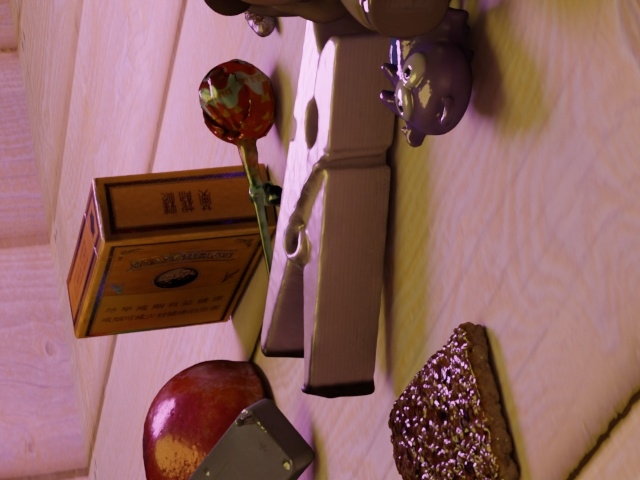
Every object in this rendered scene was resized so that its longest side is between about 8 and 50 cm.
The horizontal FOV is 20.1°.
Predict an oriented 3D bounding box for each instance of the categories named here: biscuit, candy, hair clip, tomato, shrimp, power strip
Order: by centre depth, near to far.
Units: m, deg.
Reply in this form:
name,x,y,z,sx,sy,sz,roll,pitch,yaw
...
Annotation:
name,x,y,z,sx,sy,sz,roll,pitch,yaw
biscuit,0.098,0.163,1.443,0.237,0.026,0.131,120,143,-63
hair clip,0.014,-0.031,1.574,0.101,0.085,0.331,-132,45,-61
candy,-0.067,-0.049,1.883,0.084,0.078,0.288,16,-118,-75
shrimp,-0.072,-0.241,1.891,0.029,0.038,0.092,-48,28,7
power strip,-0.075,0.285,1.923,0.145,0.061,0.216,47,129,14
tomato,-0.137,0.239,2.092,0.233,0.139,0.200,-154,67,-72

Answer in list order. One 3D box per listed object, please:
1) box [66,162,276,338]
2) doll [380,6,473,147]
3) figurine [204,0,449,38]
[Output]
name,x,y,z,sx,sy,sz,roll,pitch,yaw
box,-0.175,0.016,2.054,0.301,0.192,0.084,119,141,-64
doll,0.078,-0.135,1.355,0.206,0.067,0.110,-103,23,-62
figurine,-0.007,-0.265,1.385,0.380,0.203,0.248,41,122,54
